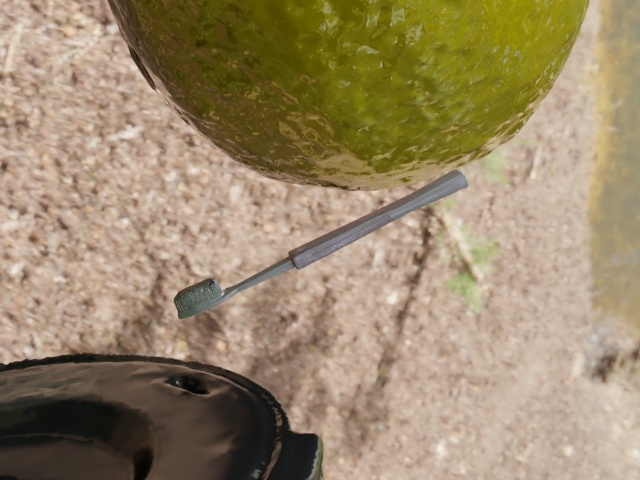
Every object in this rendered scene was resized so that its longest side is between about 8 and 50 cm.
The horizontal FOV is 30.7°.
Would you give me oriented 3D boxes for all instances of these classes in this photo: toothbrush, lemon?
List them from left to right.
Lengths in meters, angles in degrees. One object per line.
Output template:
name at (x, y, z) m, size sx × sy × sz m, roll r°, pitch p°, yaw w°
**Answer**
toothbrush at (0.001, 0.002, 0.708) m, size 0.194 × 0.014 × 0.017 m, roll -24°, pitch 111°, yaw -7°
lemon at (0.016, -0.149, 0.585) m, size 0.253 × 0.254 × 0.310 m, roll -53°, pitch 146°, yaw -21°

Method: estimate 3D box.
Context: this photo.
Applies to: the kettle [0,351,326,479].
kettle at (-0.060, 0.206, 0.384) m, size 0.262 × 0.203 × 0.307 m, roll -14°, pitch 105°, yaw -20°
